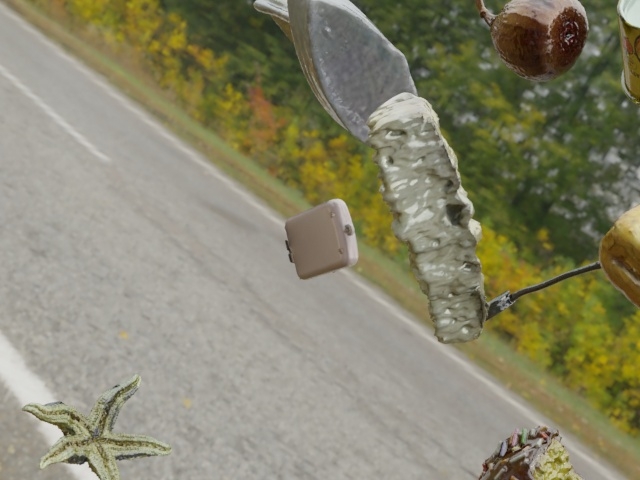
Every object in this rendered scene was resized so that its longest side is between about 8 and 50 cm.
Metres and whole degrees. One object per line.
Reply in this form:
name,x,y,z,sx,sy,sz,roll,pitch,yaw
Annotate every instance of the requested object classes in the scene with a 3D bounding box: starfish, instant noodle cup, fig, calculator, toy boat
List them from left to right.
starfish,-0.270,0.262,1.303,0.208,0.053,0.176,-3,62,-45
calculator,0.000,0.000,1.509,0.032,0.100,0.175,-11,-4,-33
toy boat,0.034,-0.219,1.346,0.276,0.111,0.293,53,1,-13
fig,0.292,-0.321,1.568,0.201,0.133,0.146,26,22,34
instant noodle cup,0.510,-0.297,1.499,0.182,0.182,0.144,38,-15,47

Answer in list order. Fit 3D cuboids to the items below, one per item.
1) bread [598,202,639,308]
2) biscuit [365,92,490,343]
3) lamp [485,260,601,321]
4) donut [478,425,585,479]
bread,0.349,-0.013,0.931,0.114,0.211,0.083,45,-25,31
biscuit,0.117,-0.044,1.096,0.179,0.084,0.281,-89,160,-53
lamp,0.436,0.081,1.738,0.108,0.371,0.130,60,24,2
donut,0.259,0.325,1.136,0.230,0.216,0.096,43,40,13
